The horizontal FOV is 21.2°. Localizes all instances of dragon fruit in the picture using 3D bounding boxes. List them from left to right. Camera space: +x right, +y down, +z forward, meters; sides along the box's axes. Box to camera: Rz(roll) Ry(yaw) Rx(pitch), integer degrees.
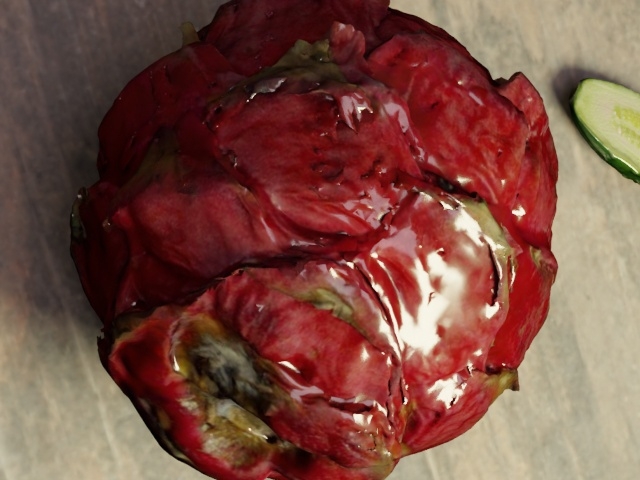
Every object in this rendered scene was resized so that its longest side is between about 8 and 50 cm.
[{"bbox_3d":[-0.003,0.001,1.080,0.329,0.329,0.329,0,91,-21],"label":"dragon fruit"}]

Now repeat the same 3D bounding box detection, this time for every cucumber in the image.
[{"bbox_3d":[0.229,-0.082,1.310,0.107,0.035,0.067,34,61,-17],"label":"cucumber"}]
